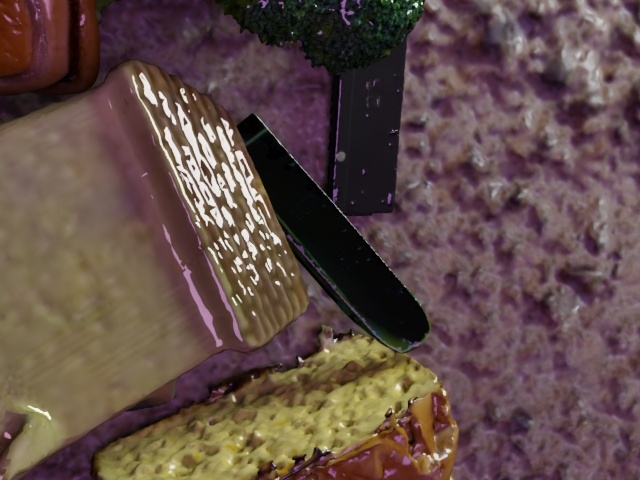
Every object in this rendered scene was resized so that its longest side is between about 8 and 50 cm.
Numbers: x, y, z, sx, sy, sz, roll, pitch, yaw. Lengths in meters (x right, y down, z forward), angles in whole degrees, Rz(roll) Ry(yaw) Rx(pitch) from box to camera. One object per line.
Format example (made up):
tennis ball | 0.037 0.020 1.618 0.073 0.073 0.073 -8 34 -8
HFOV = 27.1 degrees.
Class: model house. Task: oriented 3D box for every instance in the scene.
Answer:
model house | -0.182 0.007 0.831 0.266 0.321 0.261 -26 92 -27

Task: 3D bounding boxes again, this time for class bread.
bread | -0.026 0.184 0.974 0.261 0.160 0.147 -26 114 -16
bread | -0.237 -0.147 0.836 0.201 0.077 0.115 4 106 24

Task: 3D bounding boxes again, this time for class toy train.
toy train | 0.000 0.000 0.984 0.044 0.042 0.209 -43 98 -12

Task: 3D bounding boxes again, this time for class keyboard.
keyboard | 0.035 -0.115 1.005 0.060 0.018 0.195 0 101 -24

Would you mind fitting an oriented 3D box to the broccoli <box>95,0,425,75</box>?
broccoli | -0.057 -0.246 0.848 0.297 0.297 0.297 -15 106 14
